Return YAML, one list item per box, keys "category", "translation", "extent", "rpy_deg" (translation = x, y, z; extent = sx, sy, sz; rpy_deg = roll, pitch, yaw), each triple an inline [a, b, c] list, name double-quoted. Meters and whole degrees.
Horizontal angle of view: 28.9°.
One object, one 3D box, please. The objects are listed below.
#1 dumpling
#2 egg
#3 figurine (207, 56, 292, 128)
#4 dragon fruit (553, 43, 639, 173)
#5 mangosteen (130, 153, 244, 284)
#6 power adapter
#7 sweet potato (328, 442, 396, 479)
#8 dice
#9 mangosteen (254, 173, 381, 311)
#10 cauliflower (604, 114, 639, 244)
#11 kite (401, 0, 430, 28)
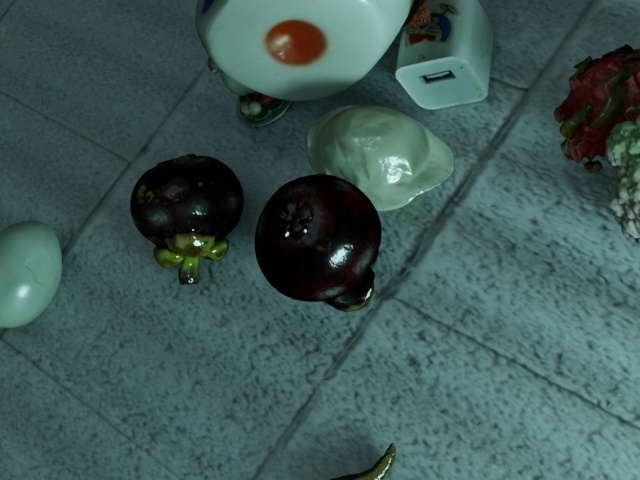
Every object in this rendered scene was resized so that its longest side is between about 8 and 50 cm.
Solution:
- category: "dumpling"
  translation: [0.083, -0.132, 1.953]
  extent: [0.250, 0.132, 0.162]
  rpy_deg: [18, 64, 20]
- category: "egg"
  translation: [-0.538, 0.057, 2.205]
  extent: [0.151, 0.151, 0.209]
  rpy_deg: [2, 56, 33]
- category: "figurine"
  translation: [-0.131, -0.285, 2.165]
  extent: [0.132, 0.153, 0.132]
  rpy_deg: [-17, 54, 25]
- category: "dragon fruit"
  translation: [0.414, -0.187, 1.767]
  extent: [0.172, 0.166, 0.160]
  rpy_deg: [-29, 88, -1]
- category: "mangosteen"
  translation: [-0.216, -0.034, 2.061]
  extent: [0.192, 0.192, 0.217]
  rpy_deg: [-6, 97, 29]
- category: "power adapter"
  translation: [0.206, -0.334, 2.004]
  extent: [0.130, 0.125, 0.205]
  rpy_deg: [-10, 57, 30]
- category: "sweet potato"
  translation: [0.046, 0.338, 1.731]
  extent: [0.153, 0.038, 0.041]
  rpy_deg: [-33, 72, 8]
- category: "dice"
  translation: [-0.019, -0.431, 2.037]
  extent: [0.304, 0.276, 0.304]
  rpy_deg: [-43, 31, 49]
- category: "mangosteen"
  translation: [0.000, 0.000, 1.868]
  extent: [0.209, 0.210, 0.210]
  rpy_deg: [-16, 54, 23]
- category: "cauliflower"
  translation: [0.517, -0.084, 1.630]
  extent: [0.256, 0.239, 0.315]
  rpy_deg: [30, 45, 29]
- category: "kite"
  translation: [0.145, -0.386, 1.980]
  extent: [0.222, 0.008, 0.125]
  rpy_deg: [4, 73, 67]
